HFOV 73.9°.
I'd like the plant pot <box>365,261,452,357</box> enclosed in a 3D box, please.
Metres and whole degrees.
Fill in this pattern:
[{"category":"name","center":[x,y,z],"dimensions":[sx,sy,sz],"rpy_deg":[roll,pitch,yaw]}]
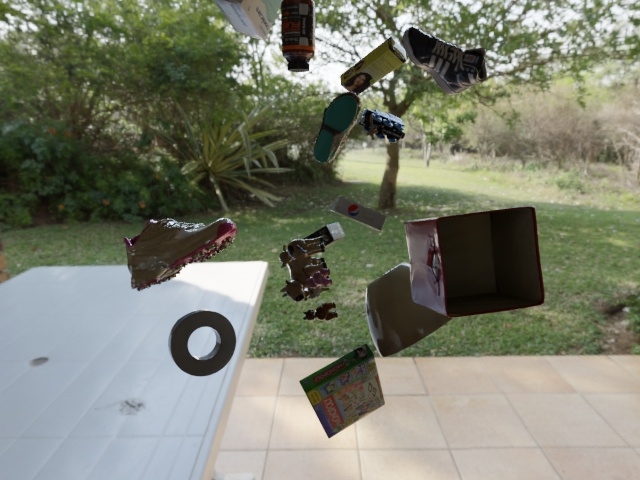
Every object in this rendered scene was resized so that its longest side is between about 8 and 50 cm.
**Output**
[{"category":"plant pot","center":[0.239,0.173,1.215],"dimensions":[0.284,0.190,0.284],"rpy_deg":[-32,-10,-6]}]

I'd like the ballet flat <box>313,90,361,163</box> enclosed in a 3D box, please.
[{"category":"ballet flat","center":[0.044,-0.303,1.116],"dimensions":[0.091,0.241,0.077],"rpy_deg":[37,50,-1]}]

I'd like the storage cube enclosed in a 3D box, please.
[{"category":"storage cube","center":[0.293,0.037,0.846],"dimensions":[0.215,0.183,0.193],"rpy_deg":[-7,1,-8]}]

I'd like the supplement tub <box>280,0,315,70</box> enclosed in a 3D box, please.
[{"category":"supplement tub","center":[-0.067,-0.622,1.298],"dimensions":[0.106,0.197,0.106],"rpy_deg":[0,14,0]}]

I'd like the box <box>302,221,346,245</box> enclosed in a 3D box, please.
[{"category":"box","center":[0.000,0.000,1.870],"dimensions":[0.180,0.077,0.147],"rpy_deg":[-30,-5,24]}]

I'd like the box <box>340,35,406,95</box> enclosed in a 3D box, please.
[{"category":"box","center":[0.181,-0.602,1.488],"dimensions":[0.087,0.058,0.232],"rpy_deg":[24,-36,-38]}]

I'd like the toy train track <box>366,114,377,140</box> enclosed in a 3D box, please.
[{"category":"toy train track","center":[0.174,-0.374,1.413],"dimensions":[0.014,0.083,0.048],"rpy_deg":[-6,2,-42]}]

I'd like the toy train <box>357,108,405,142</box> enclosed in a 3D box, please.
[{"category":"toy train","center":[0.220,-0.416,1.525],"dimensions":[0.184,0.080,0.105],"rpy_deg":[14,39,-24]}]

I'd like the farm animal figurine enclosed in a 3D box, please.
[{"category":"farm animal figurine","center":[-0.059,0.112,1.439],"dimensions":[0.172,0.330,0.326],"rpy_deg":[-12,23,-2]}]

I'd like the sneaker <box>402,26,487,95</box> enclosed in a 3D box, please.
[{"category":"sneaker","center":[0.383,-0.553,1.271],"dimensions":[0.282,0.099,0.153],"rpy_deg":[30,-15,-31]}]

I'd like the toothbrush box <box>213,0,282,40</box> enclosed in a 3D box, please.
[{"category":"toothbrush box","center":[-0.205,-0.838,1.354],"dimensions":[0.126,0.295,0.216],"rpy_deg":[23,2,13]}]

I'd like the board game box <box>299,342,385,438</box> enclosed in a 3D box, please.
[{"category":"board game box","center":[0.076,0.453,1.256],"dimensions":[0.214,0.317,0.046],"rpy_deg":[-28,44,-11]}]

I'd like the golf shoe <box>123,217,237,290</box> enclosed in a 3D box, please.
[{"category":"golf shoe","center":[-0.316,0.002,0.912],"dimensions":[0.306,0.140,0.115],"rpy_deg":[-25,-4,24]}]

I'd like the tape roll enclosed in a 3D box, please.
[{"category":"tape roll","center":[-0.404,0.348,1.456],"dimensions":[0.219,0.219,0.072],"rpy_deg":[-9,-1,-29]}]

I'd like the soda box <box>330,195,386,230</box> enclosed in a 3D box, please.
[{"category":"soda box","center":[0.156,-0.111,1.749],"dimensions":[0.216,0.069,0.074],"rpy_deg":[22,-1,-11]}]
